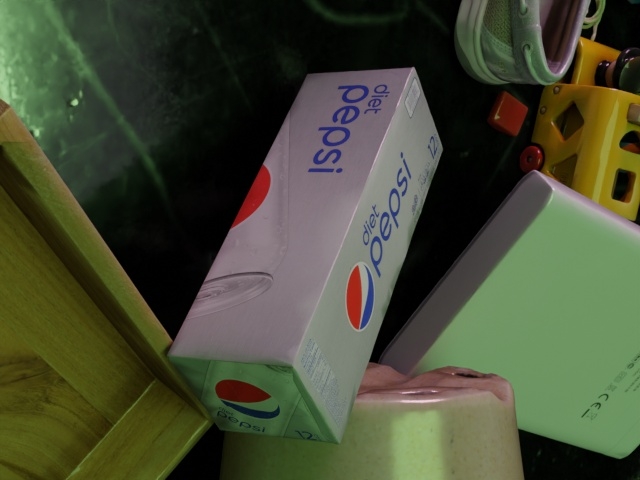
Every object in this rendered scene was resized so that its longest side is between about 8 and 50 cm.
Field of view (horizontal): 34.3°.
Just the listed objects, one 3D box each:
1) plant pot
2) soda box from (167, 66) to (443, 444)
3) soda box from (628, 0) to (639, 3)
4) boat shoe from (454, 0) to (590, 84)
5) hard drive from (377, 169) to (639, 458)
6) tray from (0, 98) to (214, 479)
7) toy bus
[{"bbox_3d":[0.040,0.257,0.809,0.334,0.334,0.305,1,89,-35],"label":"plant pot"},{"bbox_3d":[0.000,0.000,0.752,0.091,0.098,0.286,64,38,-42],"label":"soda box"},{"bbox_3d":[0.358,-0.338,1.018,0.071,0.067,0.210,34,80,-35],"label":"soda box"},{"bbox_3d":[0.214,-0.289,0.907,0.118,0.103,0.320,20,89,-36],"label":"boat shoe"},{"bbox_3d":[0.253,0.089,1.003,0.353,0.047,0.233,22,114,-37],"label":"hard drive"},{"bbox_3d":[-0.194,0.092,0.607,0.203,0.076,0.411,-49,157,-16],"label":"tray"},{"bbox_3d":[0.270,-0.116,0.985,0.191,0.104,0.202,-41,121,-21],"label":"toy bus"}]
